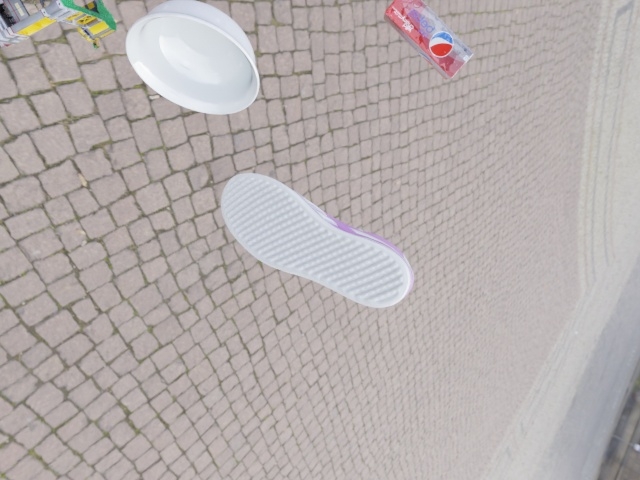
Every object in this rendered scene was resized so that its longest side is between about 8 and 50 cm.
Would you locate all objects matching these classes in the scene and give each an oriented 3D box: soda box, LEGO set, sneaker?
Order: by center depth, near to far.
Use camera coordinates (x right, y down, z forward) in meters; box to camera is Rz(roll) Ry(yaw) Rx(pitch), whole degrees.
[{"bbox_3d":[0.000,0.001,0.586,0.102,0.282,0.161,-61,166,11],"label":"sneaker"},{"bbox_3d":[-0.618,-0.547,0.858,0.192,0.255,0.331,-21,116,9],"label":"LEGO set"},{"bbox_3d":[0.303,-0.581,1.173,0.263,0.083,0.092,42,107,-7],"label":"soda box"}]

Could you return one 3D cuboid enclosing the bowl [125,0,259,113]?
[{"bbox_3d":[-0.276,-0.439,0.954,0.298,0.298,0.134,33,58,-48],"label":"bowl"}]
